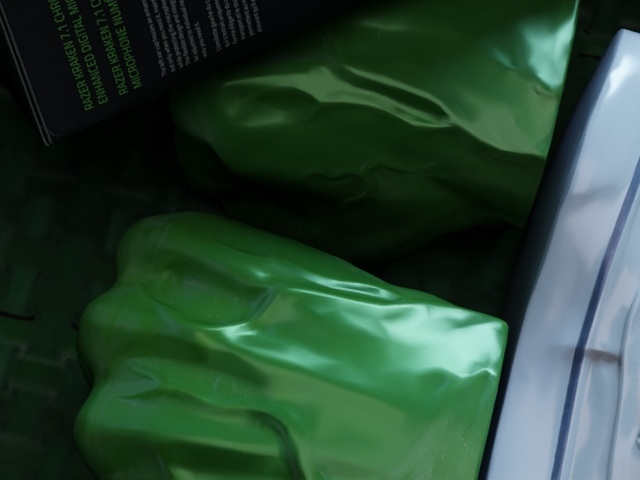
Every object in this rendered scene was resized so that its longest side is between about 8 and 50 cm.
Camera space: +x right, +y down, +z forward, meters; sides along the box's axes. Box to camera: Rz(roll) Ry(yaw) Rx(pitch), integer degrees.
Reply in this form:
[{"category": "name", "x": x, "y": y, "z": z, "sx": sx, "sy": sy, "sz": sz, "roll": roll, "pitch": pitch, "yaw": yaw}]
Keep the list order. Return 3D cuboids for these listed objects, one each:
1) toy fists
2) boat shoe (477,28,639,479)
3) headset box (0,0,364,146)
[{"category": "toy fists", "x": 0.000, "y": 0.000, "z": 0.661, "sx": 0.142, "sy": 0.096, "sz": 0.279, "roll": 15, "pitch": 65, "yaw": 2}, {"category": "boat shoe", "x": 0.105, "y": 0.052, "z": 0.659, "sx": 0.084, "sy": 0.095, "sz": 0.258, "roll": 16, "pitch": 79, "yaw": -1}, {"category": "headset box", "x": -0.052, "y": -0.193, "z": 0.671, "sx": 0.283, "sy": 0.131, "sz": 0.246, "roll": -26, "pitch": 46, "yaw": -12}]
